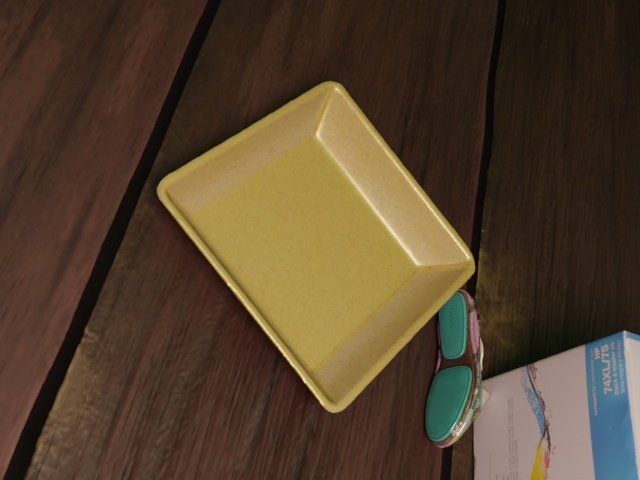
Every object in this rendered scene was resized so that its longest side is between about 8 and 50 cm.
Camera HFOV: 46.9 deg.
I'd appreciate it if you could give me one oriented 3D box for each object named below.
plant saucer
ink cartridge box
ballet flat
[{"bbox_3d":[0.000,0.000,0.947,0.333,0.081,0.333,-39,90,-37],"label":"plant saucer"},{"bbox_3d":[0.350,0.262,0.921,0.198,0.270,0.197,19,59,-23],"label":"ink cartridge box"},{"bbox_3d":[0.192,0.175,0.995,0.079,0.077,0.221,32,53,-36],"label":"ballet flat"}]
